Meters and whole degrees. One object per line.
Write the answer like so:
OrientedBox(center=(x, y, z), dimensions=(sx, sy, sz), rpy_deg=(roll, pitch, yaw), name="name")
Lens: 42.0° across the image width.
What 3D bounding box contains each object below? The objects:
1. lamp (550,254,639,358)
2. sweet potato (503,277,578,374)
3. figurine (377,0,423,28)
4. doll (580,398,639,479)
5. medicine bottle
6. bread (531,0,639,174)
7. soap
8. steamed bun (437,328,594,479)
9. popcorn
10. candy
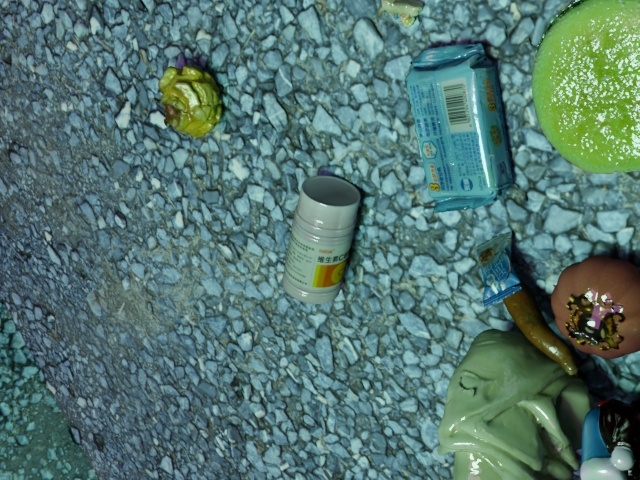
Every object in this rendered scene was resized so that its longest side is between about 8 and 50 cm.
OrientedBox(center=(0.472, 0.115, 1.395), dimensions=(0.182, 0.140, 0.182), rpy_deg=(17, 121, 30), name="lamp")
OrientedBox(center=(0.372, 0.137, 1.487), dimensions=(0.264, 0.057, 0.057), rpy_deg=(65, 143, 39), name="sweet potato")
OrientedBox(center=(0.142, -0.411, 1.492), dimensions=(0.083, 0.047, 0.050), rpy_deg=(28, 141, 19), name="figurine")
OrientedBox(center=(0.585, 0.318, 1.313), dimensions=(0.310, 0.284, 0.240), rpy_deg=(-17, 56, 31), name="doll")
OrientedBox(center=(0.000, 0.000, 1.746), dimensions=(0.133, 0.133, 0.249), rpy_deg=(30, 126, 26), name="medicine bottle")
OrientedBox(center=(0.462, -0.240, 1.299), dimensions=(0.301, 0.045, 0.301), rpy_deg=(17, 120, 34), name="bread")
OrientedBox(center=(0.246, -0.198, 1.478), dimensions=(0.156, 0.077, 0.293), rpy_deg=(1, 110, 41), name="soap")
OrientedBox(center=(0.364, 0.330, 1.470), dimensions=(0.220, 0.324, 0.309), rpy_deg=(-3, 117, 37), name="steamed bun")
OrientedBox(center=(-0.290, -0.310, 1.844), dimensions=(0.167, 0.152, 0.148), rpy_deg=(66, 162, -8), name="popcorn")
OrientedBox(center=(0.324, 0.048, 1.520), dimensions=(0.088, 0.038, 0.136), rpy_deg=(-39, 40, 42), name="candy")
